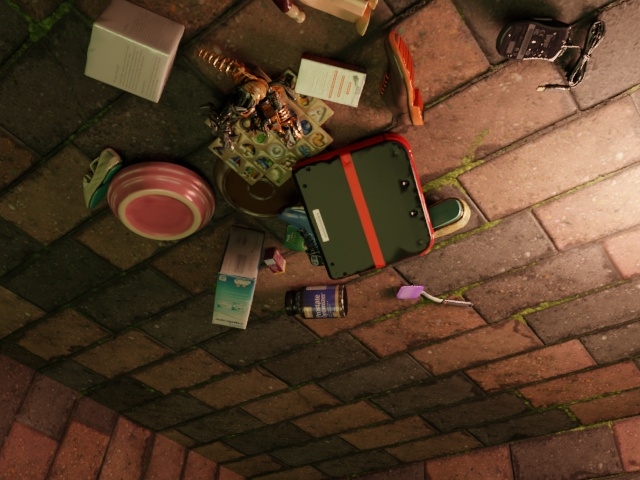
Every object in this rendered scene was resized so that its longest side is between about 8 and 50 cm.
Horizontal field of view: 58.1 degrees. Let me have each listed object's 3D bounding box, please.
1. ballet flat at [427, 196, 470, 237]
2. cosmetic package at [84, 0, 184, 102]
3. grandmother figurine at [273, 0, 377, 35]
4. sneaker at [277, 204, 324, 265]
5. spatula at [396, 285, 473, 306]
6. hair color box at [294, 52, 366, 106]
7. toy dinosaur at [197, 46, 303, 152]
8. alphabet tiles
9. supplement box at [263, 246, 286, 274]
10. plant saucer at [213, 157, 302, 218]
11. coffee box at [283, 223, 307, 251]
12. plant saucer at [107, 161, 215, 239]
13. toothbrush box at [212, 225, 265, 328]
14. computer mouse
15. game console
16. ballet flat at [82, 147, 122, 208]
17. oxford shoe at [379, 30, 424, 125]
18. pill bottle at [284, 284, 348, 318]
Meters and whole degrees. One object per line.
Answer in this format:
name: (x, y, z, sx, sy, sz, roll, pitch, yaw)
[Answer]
ballet flat: (0.308, -0.038, 1.814, 0.349, 0.123, 0.123, -21, 131, 28)
cosmetic package: (-0.452, -0.465, 1.404, 0.184, 0.151, 0.151, 21, 135, -16)
grandmother figurine: (-0.041, -0.580, 1.275, 0.343, 0.104, 0.207, 13, 128, -12)
sneaker: (0.000, 0.000, 1.775, 0.330, 0.147, 0.130, 33, 168, -26)
spatula: (0.425, 0.213, 2.118, 0.297, 0.030, 0.084, 13, 138, -8)
hair color box: (0.025, -0.409, 1.470, 0.167, 0.053, 0.093, 13, 124, -5)
toy dinosaur: (-0.191, -0.361, 1.495, 0.218, 0.164, 0.322, -39, 97, 13)
alphabet tiles: (-0.143, -0.306, 1.600, 0.285, 0.011, 0.343, 41, 121, -22)
supplement box: (-0.160, 0.072, 2.018, 0.043, 0.055, 0.083, -14, 133, 21)
plant saucer: (-0.180, -0.169, 1.769, 0.311, 0.050, 0.310, 4, 136, 3)
coffee box: (-0.025, -0.010, 1.924, 0.184, 0.040, 0.113, 9, 136, -4)
plant saucer: (-0.499, -0.105, 1.809, 0.333, 0.084, 0.332, -2, 143, -2)
toothbrush box: (-0.282, 0.131, 1.978, 0.126, 0.216, 0.295, 11, 138, -4)
computer mouse: (0.529, -0.447, 1.381, 0.262, 0.060, 0.184, -3, 133, -7)
game console: (0.133, -0.093, 1.678, 0.342, 0.060, 0.386, -17, 112, 8)
ballet flat: (-0.688, -0.196, 1.787, 0.086, 0.086, 0.248, 30, 131, -23)
oxford shoe: (0.190, -0.394, 1.451, 0.099, 0.096, 0.271, -5, 136, 20)
pill bottle: (-0.015, 0.228, 2.118, 0.219, 0.122, 0.122, -4, 136, 11)
